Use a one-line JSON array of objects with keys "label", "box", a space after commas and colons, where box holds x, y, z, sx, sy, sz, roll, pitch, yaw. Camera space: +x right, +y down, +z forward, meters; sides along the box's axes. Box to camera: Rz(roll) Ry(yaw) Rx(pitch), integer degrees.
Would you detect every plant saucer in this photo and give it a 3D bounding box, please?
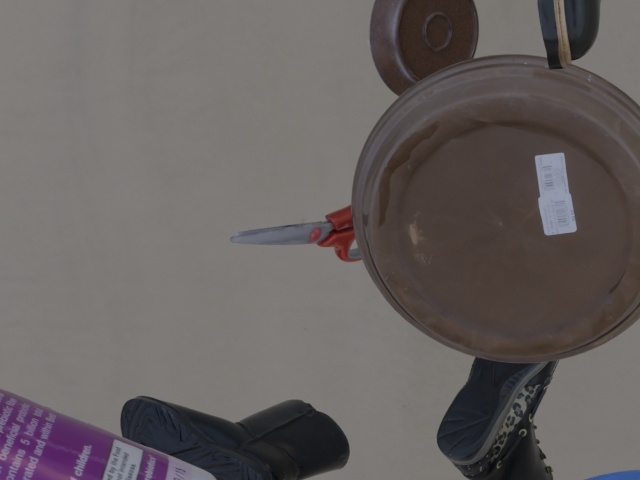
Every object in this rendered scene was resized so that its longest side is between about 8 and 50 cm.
[{"label": "plant saucer", "box": [0.158, -0.015, 0.985, 0.277, 0.041, 0.278, 5, 114, 12]}, {"label": "plant saucer", "box": [0.130, -0.245, 1.401, 0.029, 0.168, 0.168, 16, 84, 52]}]

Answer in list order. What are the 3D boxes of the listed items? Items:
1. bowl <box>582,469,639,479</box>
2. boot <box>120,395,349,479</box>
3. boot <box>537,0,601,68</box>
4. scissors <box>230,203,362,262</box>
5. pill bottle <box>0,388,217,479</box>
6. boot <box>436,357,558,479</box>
[{"label": "bowl", "box": [0.248, 0.379, 1.173, 0.391, 0.391, 0.077, -44, 42, 10]}, {"label": "boot", "box": [-0.107, 0.255, 1.543, 0.246, 0.207, 0.094, 22, 109, 28]}, {"label": "boot", "box": [0.204, -0.198, 0.722, 0.137, 0.077, 0.198, 5, 73, 15]}, {"label": "scissors", "box": [0.000, 0.000, 1.211, 0.021, 0.297, 0.109, 34, 125, 24]}, {"label": "pill bottle", "box": [-0.222, 0.161, 0.688, 0.301, 0.169, 0.169, 24, 87, -10]}, {"label": "boot", "box": [0.240, 0.212, 1.427, 0.085, 0.179, 0.236, 13, 53, 42]}]
